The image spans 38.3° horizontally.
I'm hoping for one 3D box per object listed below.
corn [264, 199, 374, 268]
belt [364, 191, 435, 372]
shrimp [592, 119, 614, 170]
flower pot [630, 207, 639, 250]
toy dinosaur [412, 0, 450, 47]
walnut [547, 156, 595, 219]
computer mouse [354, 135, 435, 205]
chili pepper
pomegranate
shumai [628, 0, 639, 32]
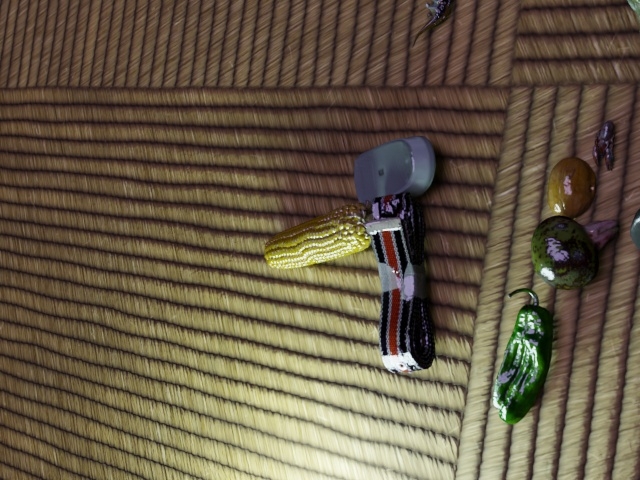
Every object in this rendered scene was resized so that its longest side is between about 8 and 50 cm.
[{"bbox_3d":[0.000,0.000,1.996,0.305,0.106,0.106,-21,72,38],"label":"corn"},{"bbox_3d":[0.166,0.086,1.860,0.094,0.126,0.360,-8,84,31],"label":"belt"},{"bbox_3d":[0.516,-0.172,1.679,0.038,0.029,0.092,1,89,36],"label":"shrimp"},{"bbox_3d":[0.677,-0.103,1.399,0.379,0.379,0.251,-1,66,37],"label":"flower pot"},{"bbox_3d":[0.241,-0.483,1.919,0.180,0.037,0.058,-54,53,18],"label":"toy dinosaur"},{"bbox_3d":[0.455,-0.099,1.701,0.091,0.052,0.121,1,83,40],"label":"walnut"},{"bbox_3d":[0.157,-0.142,1.918,0.231,0.079,0.128,-14,75,52],"label":"computer mouse"},{"bbox_3d":[0.376,0.220,1.705,0.100,0.074,0.257,20,97,36],"label":"chili pepper"},{"bbox_3d":[0.456,0.019,1.660,0.126,0.163,0.138,96,158,-47],"label":"pomegranate"},{"bbox_3d":[0.627,-0.429,1.561,0.309,0.304,0.264,5,121,30],"label":"shumai"}]
